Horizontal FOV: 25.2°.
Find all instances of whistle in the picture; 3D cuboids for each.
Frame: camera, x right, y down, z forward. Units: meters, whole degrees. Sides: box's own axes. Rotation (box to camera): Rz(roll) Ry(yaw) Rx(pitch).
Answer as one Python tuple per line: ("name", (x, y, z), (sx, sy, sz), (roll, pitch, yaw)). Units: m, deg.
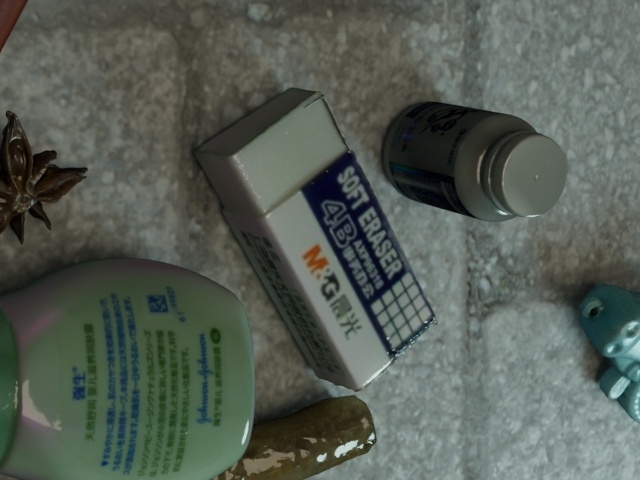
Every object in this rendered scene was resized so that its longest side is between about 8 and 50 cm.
("whistle", (0.393, 0.120, 1.669), (0.274, 0.093, 0.186), (26, 113, -35))

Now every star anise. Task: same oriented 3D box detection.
("star anise", (-0.279, -0.039, 1.256), (0.129, 0.056, 0.124), (-49, 140, 0))

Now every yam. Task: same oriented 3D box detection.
("yam", (-0.104, 0.231, 1.402), (0.356, 0.081, 0.081), (-18, 109, -27))

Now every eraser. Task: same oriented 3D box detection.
("eraser", (0.000, 0.000, 1.410), (0.130, 0.086, 0.287), (-37, 116, -21))

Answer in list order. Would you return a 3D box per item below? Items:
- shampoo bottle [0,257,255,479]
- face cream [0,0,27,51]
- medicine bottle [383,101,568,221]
("shampoo bottle", (-0.238, 0.125, 1.254), (0.349, 0.151, 0.222), (1, 87, -32))
("face cream", (-0.323, -0.149, 1.181), (0.096, 0.096, 0.214), (30, 84, -32))
("medicine bottle", (0.153, -0.077, 1.421), (0.107, 0.191, 0.107), (-7, 103, -29))
